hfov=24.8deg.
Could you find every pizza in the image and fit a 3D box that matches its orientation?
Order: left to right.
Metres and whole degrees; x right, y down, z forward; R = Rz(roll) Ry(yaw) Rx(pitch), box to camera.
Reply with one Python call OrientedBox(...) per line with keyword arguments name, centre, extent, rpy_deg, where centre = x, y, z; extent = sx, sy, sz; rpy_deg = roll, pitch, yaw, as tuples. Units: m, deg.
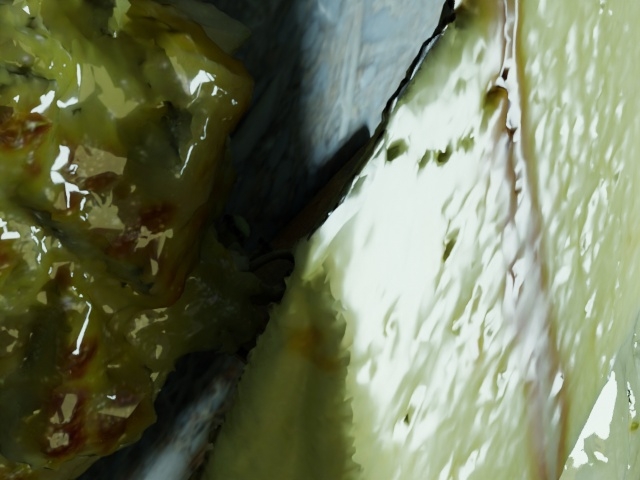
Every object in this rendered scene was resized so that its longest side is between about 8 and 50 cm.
OrientedBox(name="pizza", centre=(-0.109, 0.007, 0.588), extent=(0.223, 0.089, 0.324), rpy_deg=(-21, 131, -29))

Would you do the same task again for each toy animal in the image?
OrientedBox(name="toy animal", centre=(-0.062, 0.003, 0.765), extent=(0.086, 0.069, 0.219), rpy_deg=(-50, 154, 21))

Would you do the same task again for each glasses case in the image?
OrientedBox(name="glasses case", centre=(0.000, 0.000, 0.910), extent=(0.170, 0.041, 0.065), rpy_deg=(-48, 164, -29))

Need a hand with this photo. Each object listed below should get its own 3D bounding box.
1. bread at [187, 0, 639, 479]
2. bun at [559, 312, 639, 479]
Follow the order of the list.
OrientedBox(name="bread", centre=(0.014, 0.010, 0.738), extent=(0.346, 0.242, 0.405), rpy_deg=(-50, 135, -38))
OrientedBox(name="bun", centre=(0.120, 0.153, 1.032), extent=(0.362, 0.234, 0.326), rpy_deg=(-62, 167, 19))
